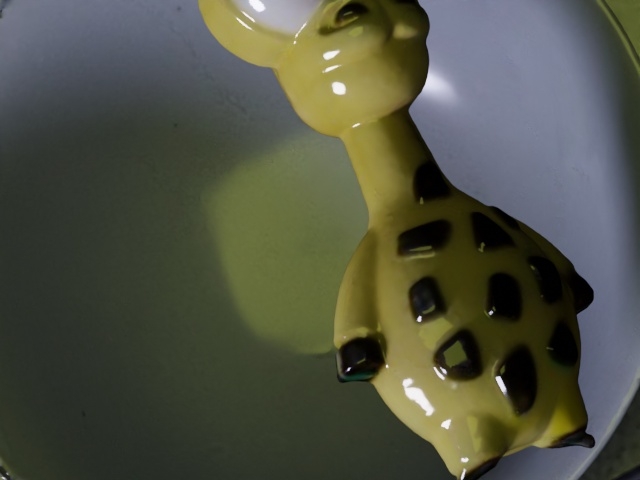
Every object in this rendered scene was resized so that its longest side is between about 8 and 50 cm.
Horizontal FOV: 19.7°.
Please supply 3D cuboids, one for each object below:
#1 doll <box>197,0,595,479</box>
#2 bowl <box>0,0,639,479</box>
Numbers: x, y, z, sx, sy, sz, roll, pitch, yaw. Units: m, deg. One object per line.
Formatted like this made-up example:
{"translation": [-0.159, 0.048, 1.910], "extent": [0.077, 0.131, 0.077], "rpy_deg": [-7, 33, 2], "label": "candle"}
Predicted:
{"translation": [0.028, -0.039, 0.755], "extent": [0.117, 0.086, 0.291], "rpy_deg": [-14, 74, -30], "label": "doll"}
{"translation": [0.000, 0.000, 0.879], "extent": [0.346, 0.157, 0.345], "rpy_deg": [-2, 83, 14], "label": "bowl"}
